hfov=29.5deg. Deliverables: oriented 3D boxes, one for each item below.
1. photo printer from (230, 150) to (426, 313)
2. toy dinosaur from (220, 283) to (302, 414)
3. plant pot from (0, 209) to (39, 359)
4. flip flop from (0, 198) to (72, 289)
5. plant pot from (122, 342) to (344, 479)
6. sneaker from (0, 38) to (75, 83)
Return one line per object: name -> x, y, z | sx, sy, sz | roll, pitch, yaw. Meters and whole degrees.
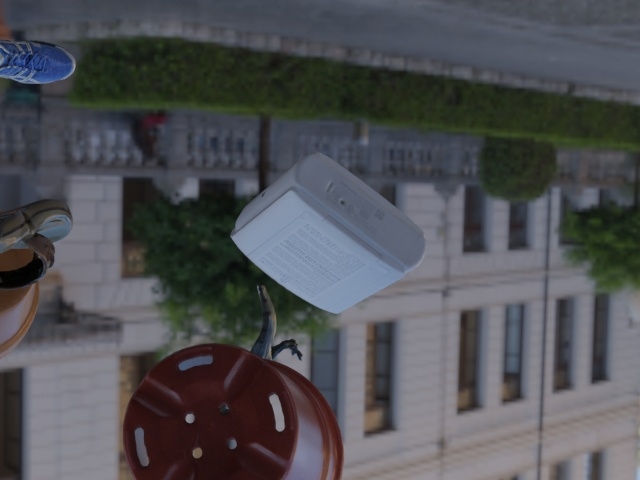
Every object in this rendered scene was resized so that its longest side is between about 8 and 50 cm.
photo printer -> 0.000, 0.000, 2.023 | 0.256, 0.107, 0.307 | 36, 150, -11
toy dinosaur -> -0.086, 0.197, 1.853 | 0.118, 0.268, 0.064 | 9, -161, -36
plant pot -> -0.607, 0.064, 2.083 | 0.290, 0.291, 0.203 | -1, 162, -30
flip flop -> -0.308, 0.011, 1.200 | 0.112, 0.080, 0.277 | -17, -175, -2
plant pot -> -0.115, 0.250, 1.484 | 0.272, 0.272, 0.265 | 2, 164, 6
sneaker -> -0.526, -0.306, 2.091 | 0.211, 0.080, 0.081 | 2, -163, -20
